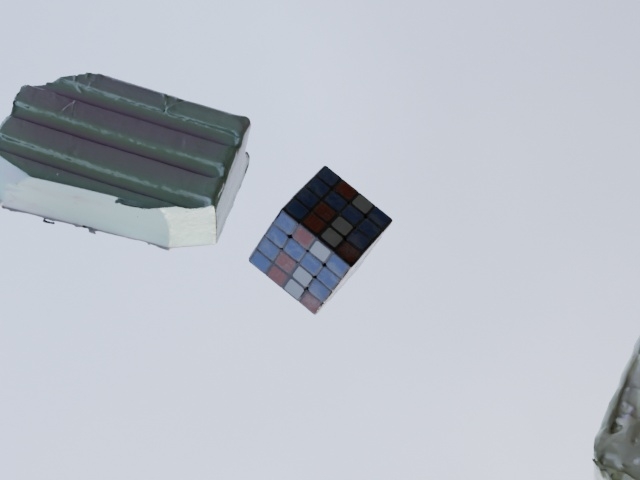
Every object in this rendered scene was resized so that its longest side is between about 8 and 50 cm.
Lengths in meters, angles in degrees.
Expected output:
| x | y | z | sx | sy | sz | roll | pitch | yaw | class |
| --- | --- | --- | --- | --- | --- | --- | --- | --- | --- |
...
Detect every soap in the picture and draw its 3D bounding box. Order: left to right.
| x | y | z | sx | sy | sz | roll | pitch | yaw | class |
| --- | --- | --- | --- | --- | --- | --- | --- | --- | --- |
| -0.199 | -0.077 | 1.582 | 0.091 | 0.230 | 0.145 | 97 | -168 | -57 | soap |

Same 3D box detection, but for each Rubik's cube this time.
| x | y | z | sx | sy | sz | roll | pitch | yaw | class |
| --- | --- | --- | --- | --- | --- | --- | --- | --- | --- |
| 0.000 | 0.000 | 1.628 | 0.092 | 0.092 | 0.092 | 39 | -135 | 5 | Rubik's cube |

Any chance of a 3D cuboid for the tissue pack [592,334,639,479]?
| x | y | z | sx | sy | sz | roll | pitch | yaw | class |
| --- | --- | --- | --- | --- | --- | --- | --- | --- | --- |
| 0.461 | 0.275 | 1.817 | 0.207 | 0.297 | 0.380 | -62 | -16 | -15 | tissue pack |
